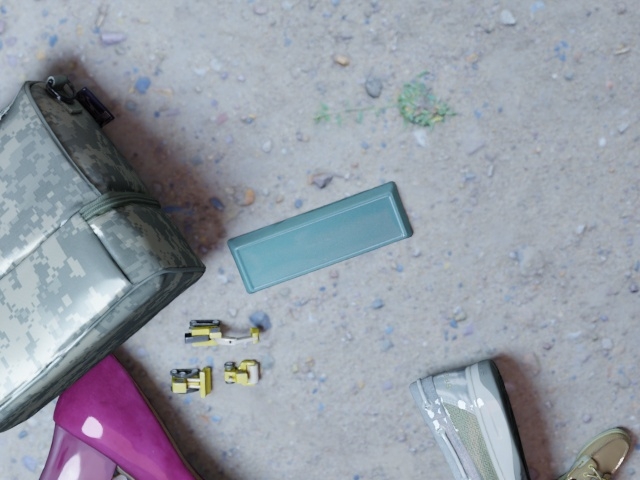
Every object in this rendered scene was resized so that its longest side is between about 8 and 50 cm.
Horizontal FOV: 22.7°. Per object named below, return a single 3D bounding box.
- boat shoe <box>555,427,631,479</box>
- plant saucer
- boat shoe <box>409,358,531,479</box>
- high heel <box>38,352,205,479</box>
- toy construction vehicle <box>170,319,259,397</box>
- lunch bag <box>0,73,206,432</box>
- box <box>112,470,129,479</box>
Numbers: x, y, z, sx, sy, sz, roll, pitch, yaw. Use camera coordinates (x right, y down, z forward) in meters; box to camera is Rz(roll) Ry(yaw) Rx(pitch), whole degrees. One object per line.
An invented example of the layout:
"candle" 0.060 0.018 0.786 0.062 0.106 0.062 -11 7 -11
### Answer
"boat shoe" 0.303 0.272 1.808 0.050 0.045 0.135 36 104 -14
"plant saucer" 0.000 0.000 1.714 0.192 0.018 0.067 -20 109 4
"boat shoe" 0.185 0.291 1.778 0.103 0.118 0.320 -13 106 8
"high heel" -0.116 0.253 1.755 0.377 0.127 0.181 22 87 -22
"toy construction vehicle" -0.116 0.133 1.745 0.098 0.035 0.086 1 109 -3
"lunch bag" -0.303 0.016 1.605 0.305 0.212 0.256 -39 86 11
"box" -0.250 0.310 1.807 0.136 0.028 0.081 -24 109 8
